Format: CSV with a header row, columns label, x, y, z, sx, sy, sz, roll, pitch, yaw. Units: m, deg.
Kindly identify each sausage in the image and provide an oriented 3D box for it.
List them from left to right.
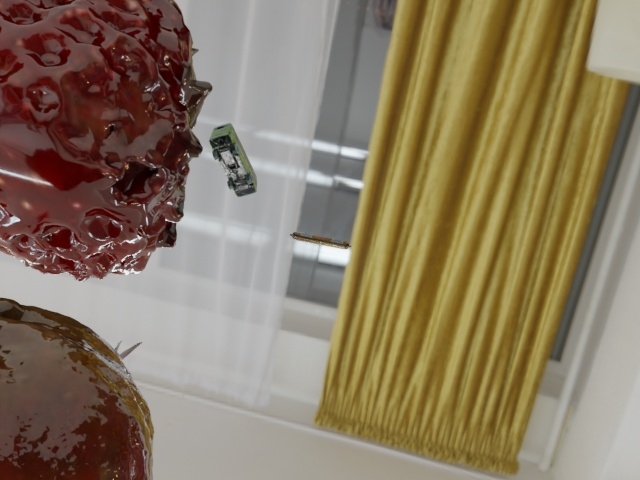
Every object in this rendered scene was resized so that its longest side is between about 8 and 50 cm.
label,x,y,z,sx,sy,sz,roll,pitch,yaw
sausage,0.000,0.000,1.108,0.100,0.015,0.015,10,-163,7

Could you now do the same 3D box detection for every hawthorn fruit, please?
label,x,y,z,sx,sy,sz,roll,pitch,yaw
hawthorn fruit,-0.212,0.159,0.395,0.258,0.258,0.262,-2,-115,-34

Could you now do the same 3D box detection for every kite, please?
label,x,y,z,sx,sy,sz,roll,pitch,yaw
kite,-0.384,0.217,1.303,0.137,0.005,0.152,-28,-163,13

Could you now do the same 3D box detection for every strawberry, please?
label,x,y,z,sx,sy,sz,roll,pitch,yaw
strawberry,-0.292,-0.130,0.653,0.344,0.318,0.295,10,172,-30

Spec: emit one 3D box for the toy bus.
label,x,y,z,sx,sy,sz,roll,pitch,yaw
toy bus,-0.100,-0.092,0.818,0.031,0.083,0.037,-15,-144,12
